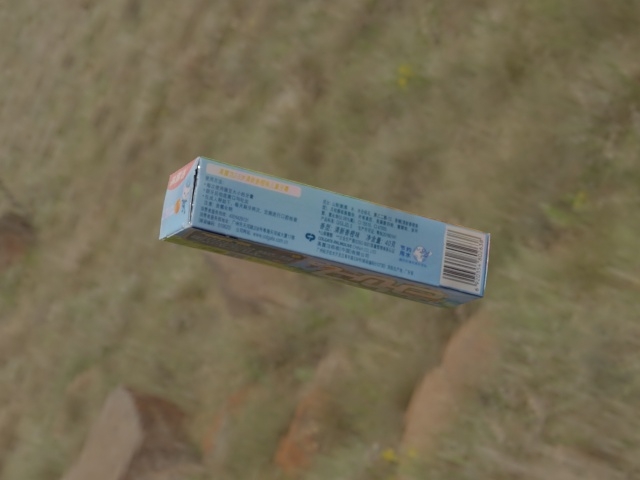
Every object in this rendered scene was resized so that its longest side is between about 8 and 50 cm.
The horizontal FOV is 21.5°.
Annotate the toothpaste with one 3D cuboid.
[{"bbox_3d":[0.000,0.000,1.006,0.070,0.193,0.044,-24,55,62],"label":"toothpaste"}]
